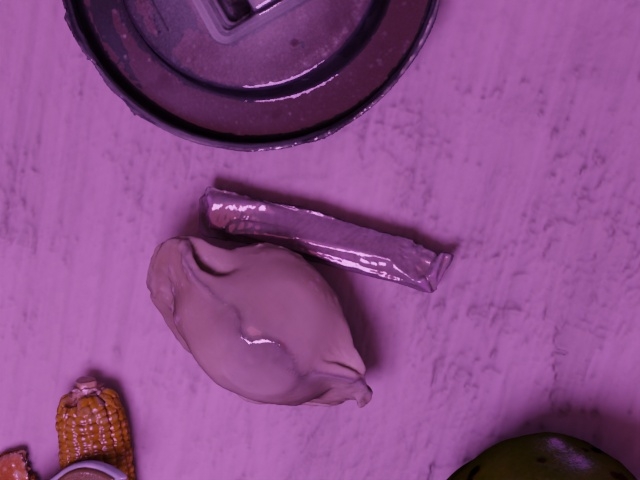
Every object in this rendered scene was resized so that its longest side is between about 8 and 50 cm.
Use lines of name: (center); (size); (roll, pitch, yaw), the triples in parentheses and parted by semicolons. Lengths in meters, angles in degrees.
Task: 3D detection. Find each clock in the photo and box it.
clock: (-0.065, -0.279, 1.258); (0.386, 0.076, 0.386); (1, 99, 9)

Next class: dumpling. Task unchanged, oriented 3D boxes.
dumpling: (-0.068, 0.093, 1.286); (0.258, 0.147, 0.193); (38, 144, -8)

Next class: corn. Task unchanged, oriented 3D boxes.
corn: (-0.233, 0.262, 1.365); (0.080, 0.080, 0.238); (-7, 96, 10)

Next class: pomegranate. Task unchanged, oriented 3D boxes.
pomegranate: (0.225, 0.299, 1.220); (0.270, 0.254, 0.254); (-21, 95, -21)

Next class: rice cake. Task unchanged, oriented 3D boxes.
rice cake: (0.000, 0.000, 1.303); (0.270, 0.049, 0.055); (13, 78, 7)

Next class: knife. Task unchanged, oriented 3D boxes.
knife: (-0.318, 0.312, 1.366); (0.343, 0.027, 0.061); (-37, 77, 30)

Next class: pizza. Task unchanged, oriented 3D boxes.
pizza: (-0.336, 0.272, 1.410); (0.083, 0.025, 0.078); (-37, 86, 19)
